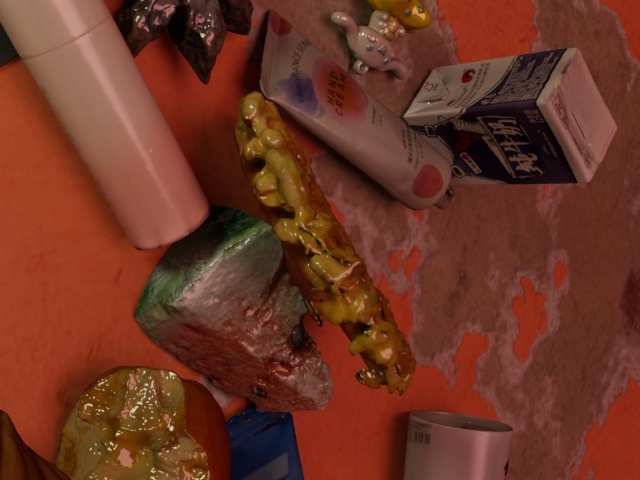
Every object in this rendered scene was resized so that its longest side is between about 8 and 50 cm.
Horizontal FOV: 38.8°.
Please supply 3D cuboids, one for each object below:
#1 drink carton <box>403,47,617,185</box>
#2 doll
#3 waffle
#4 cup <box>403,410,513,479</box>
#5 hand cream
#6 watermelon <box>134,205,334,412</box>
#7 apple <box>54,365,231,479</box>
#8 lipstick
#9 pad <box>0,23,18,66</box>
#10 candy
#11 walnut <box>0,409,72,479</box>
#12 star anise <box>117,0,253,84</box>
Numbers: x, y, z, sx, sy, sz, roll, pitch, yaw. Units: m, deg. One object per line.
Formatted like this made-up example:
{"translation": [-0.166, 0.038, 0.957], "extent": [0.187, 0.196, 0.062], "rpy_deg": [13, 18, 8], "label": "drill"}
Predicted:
{"translation": [0.234, -0.149, 1.140], "extent": [0.134, 0.222, 0.102], "rpy_deg": [50, 60, -33], "label": "drink carton"}
{"translation": [0.066, -0.255, 1.095], "extent": [0.135, 0.071, 0.113], "rpy_deg": [0, 111, -37], "label": "doll"}
{"translation": [0.000, 0.000, 0.915], "extent": [0.068, 0.302, 0.325], "rpy_deg": [-31, 113, 5], "label": "waffle"}
{"translation": [0.169, 0.302, 1.190], "extent": [0.134, 0.173, 0.142], "rpy_deg": [7, 89, -12], "label": "cup"}
{"translation": [0.053, -0.132, 1.071], "extent": [0.340, 0.077, 0.124], "rpy_deg": [36, 46, -37], "label": "hand cream"}
{"translation": [-0.073, 0.099, 0.960], "extent": [0.154, 0.094, 0.241], "rpy_deg": [-49, 122, -21], "label": "watermelon"}
{"translation": [-0.158, 0.199, 0.840], "extent": [0.147, 0.156, 0.158], "rpy_deg": [58, 44, -48], "label": "apple"}
{"translation": [-0.206, -0.146, 0.810], "extent": [0.087, 0.087, 0.327], "rpy_deg": [-45, 123, -32], "label": "lipstick"}
{"translation": [-0.340, -0.242, 0.742], "extent": [0.170, 0.006, 0.245], "rpy_deg": [-46, 121, -32], "label": "pad"}
{"translation": [-0.067, 0.348, 0.987], "extent": [0.187, 0.077, 0.331], "rpy_deg": [-18, 100, -49], "label": "candy"}
{"translation": [-0.314, 0.289, 0.586], "extent": [0.354, 0.308, 0.398], "rpy_deg": [36, 70, -40], "label": "walnut"}
{"translation": [-0.128, -0.270, 0.891], "extent": [0.262, 0.081, 0.230], "rpy_deg": [-22, 96, -38], "label": "star anise"}
